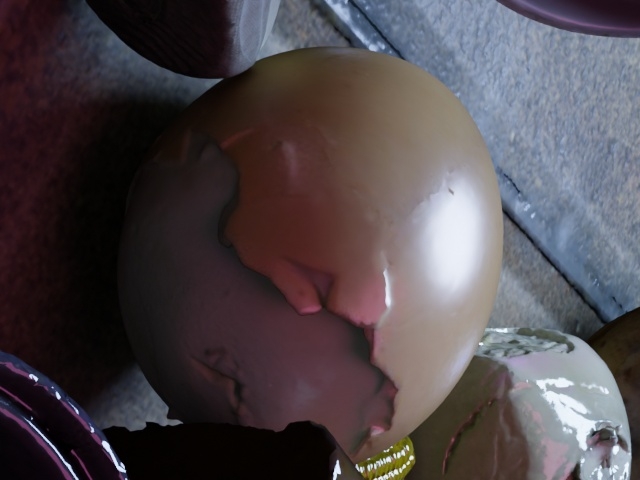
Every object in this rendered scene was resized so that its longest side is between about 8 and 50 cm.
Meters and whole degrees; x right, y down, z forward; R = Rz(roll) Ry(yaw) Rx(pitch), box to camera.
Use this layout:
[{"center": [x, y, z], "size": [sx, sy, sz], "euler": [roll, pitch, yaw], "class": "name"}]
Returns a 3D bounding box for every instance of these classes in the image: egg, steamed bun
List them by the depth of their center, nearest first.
[{"center": [0.000, 0.000, 0.844], "size": [0.244, 0.201, 0.201], "euler": [-55, 138, -40], "class": "egg"}, {"center": [0.134, 0.181, 1.101], "size": [0.170, 0.153, 0.238], "euler": [4, 95, -50], "class": "steamed bun"}]

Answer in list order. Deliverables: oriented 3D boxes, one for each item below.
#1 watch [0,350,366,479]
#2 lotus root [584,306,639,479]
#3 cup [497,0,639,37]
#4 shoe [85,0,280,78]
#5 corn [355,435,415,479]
[{"center": [-0.186, 0.166, 0.645], "size": [0.327, 0.314, 0.335], "euler": [41, 60, -32], "class": "watch"}, {"center": [0.268, 0.163, 1.228], "size": [0.272, 0.192, 0.272], "euler": [-6, 90, -81], "class": "lotus root"}, {"center": [0.161, -0.304, 0.813], "size": [0.253, 0.253, 0.371], "euler": [41, 34, -49], "class": "cup"}, {"center": [-0.034, -0.257, 0.775], "size": [0.211, 0.132, 0.342], "euler": [-26, 117, -41], "class": "shoe"}, {"center": [-0.023, 0.149, 0.959], "size": [0.231, 0.080, 0.080], "euler": [-19, 115, -48], "class": "corn"}]
